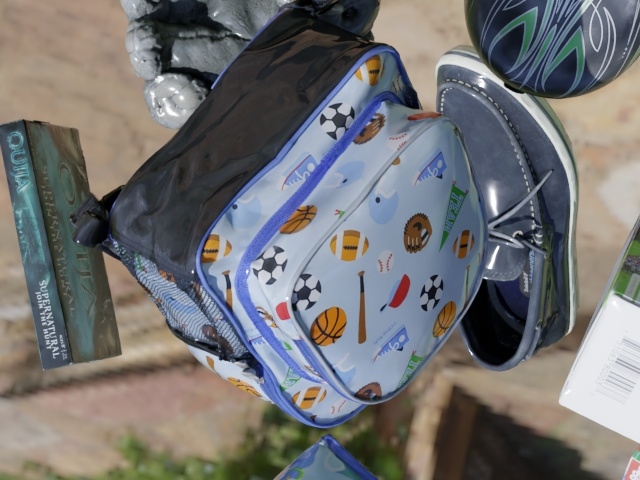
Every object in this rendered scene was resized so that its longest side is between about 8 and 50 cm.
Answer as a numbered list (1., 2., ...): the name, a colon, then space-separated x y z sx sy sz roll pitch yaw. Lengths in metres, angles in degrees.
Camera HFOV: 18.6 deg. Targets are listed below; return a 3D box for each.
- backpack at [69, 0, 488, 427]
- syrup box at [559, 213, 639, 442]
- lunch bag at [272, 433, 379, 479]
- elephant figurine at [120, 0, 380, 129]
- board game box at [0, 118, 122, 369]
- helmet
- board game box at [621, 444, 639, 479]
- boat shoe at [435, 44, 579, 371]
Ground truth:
1. backpack: 0.000 0.000 1.418 0.213 0.276 0.263 34 162 33
2. syrup box: 0.240 0.032 1.289 0.096 0.237 0.093 26 124 6
3. lunch bag: -0.025 0.210 1.183 0.096 0.129 0.151 44 144 3
4. elephant figurine: -0.023 -0.173 1.506 0.239 0.186 0.169 -11 116 8
5. board game box: -0.198 0.003 1.496 0.026 0.186 0.126 -12 178 12
6. helmet: 0.190 -0.195 1.514 0.169 0.169 0.161 16 175 -2
7. board game box: 0.308 0.103 1.516 0.027 0.281 0.145 30 151 17
8. boat shoe: 0.223 -0.027 2.479 0.186 0.156 0.500 23 143 34
